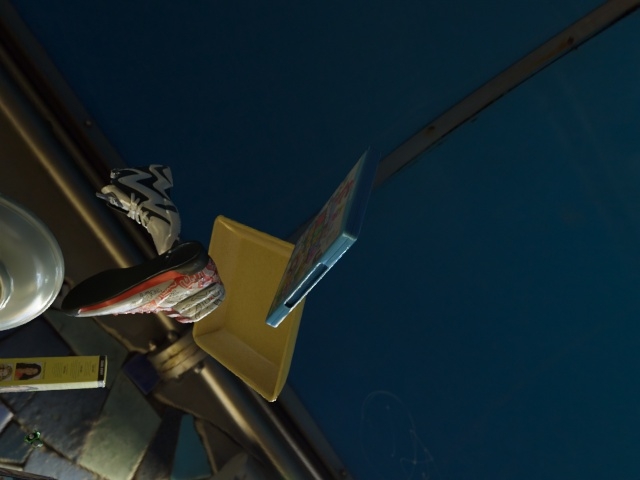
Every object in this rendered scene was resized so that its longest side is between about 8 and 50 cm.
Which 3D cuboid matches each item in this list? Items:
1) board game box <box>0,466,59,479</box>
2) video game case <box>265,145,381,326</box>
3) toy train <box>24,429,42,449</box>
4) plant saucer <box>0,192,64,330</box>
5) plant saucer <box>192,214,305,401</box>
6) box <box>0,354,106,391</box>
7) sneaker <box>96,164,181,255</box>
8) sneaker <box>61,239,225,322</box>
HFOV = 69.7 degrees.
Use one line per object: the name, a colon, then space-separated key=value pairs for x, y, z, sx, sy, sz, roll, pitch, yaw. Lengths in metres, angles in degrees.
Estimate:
board game box: x=-0.533 y=0.422 z=0.614 sx=0.141 sy=0.232 sz=0.291 roll=-14 pitch=-40 yaw=40
video game case: x=0.000 y=0.000 z=0.444 sx=0.015 sy=0.119 sz=0.166 roll=29 pitch=-44 yaw=-10
toy train: x=-0.404 y=0.283 z=0.651 sx=0.024 sy=0.017 sz=0.083 roll=58 pitch=-36 yaw=4
plant saucer: x=-0.786 y=0.068 z=0.993 sx=0.400 sy=0.100 sz=0.401 roll=-8 pitch=-58 yaw=-12
plant saucer: x=-0.151 y=0.138 z=1.061 sx=0.332 sy=0.081 sz=0.333 roll=21 pitch=-79 yaw=41
box: x=-0.573 y=0.278 z=0.956 sx=0.087 sy=0.232 sz=0.058 roll=132 pitch=-44 yaw=-57
sneaker: x=-0.386 y=-0.064 z=0.967 sx=0.094 sy=0.153 sz=0.235 roll=-43 pitch=-126 yaw=50
sneaker: x=-0.310 y=0.110 z=0.839 sx=0.270 sy=0.090 sz=0.145 roll=-22 pitch=-50 yaw=-2
